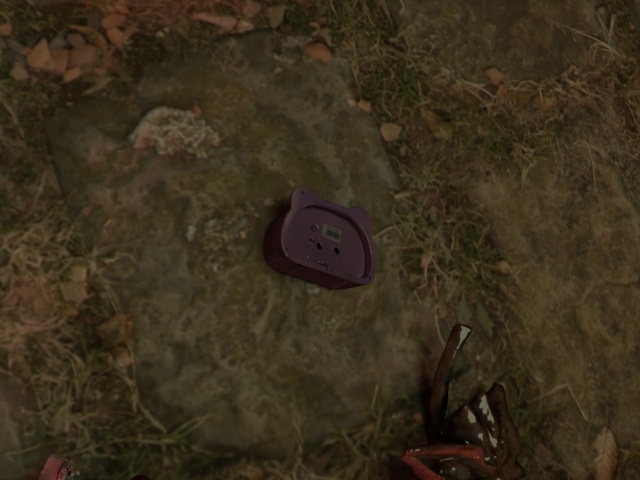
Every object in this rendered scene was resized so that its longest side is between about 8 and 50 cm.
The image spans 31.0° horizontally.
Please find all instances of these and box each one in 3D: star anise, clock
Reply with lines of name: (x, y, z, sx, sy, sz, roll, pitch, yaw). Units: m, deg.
star anise: (0.197, 0.308, 1.521, 0.292, 0.109, 0.349, -43, 116, -61)
clock: (0.000, 0.000, 1.504, 0.153, 0.050, 0.110, 20, 64, -32)

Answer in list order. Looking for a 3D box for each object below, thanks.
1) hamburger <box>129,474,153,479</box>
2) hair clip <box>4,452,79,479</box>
hamburger: (-0.138, 0.381, 1.130, 0.291, 0.291, 0.225, 39, 74, -22)
hair clip: (-0.299, 0.292, 1.145, 0.172, 0.116, 0.049, -59, 147, -30)
